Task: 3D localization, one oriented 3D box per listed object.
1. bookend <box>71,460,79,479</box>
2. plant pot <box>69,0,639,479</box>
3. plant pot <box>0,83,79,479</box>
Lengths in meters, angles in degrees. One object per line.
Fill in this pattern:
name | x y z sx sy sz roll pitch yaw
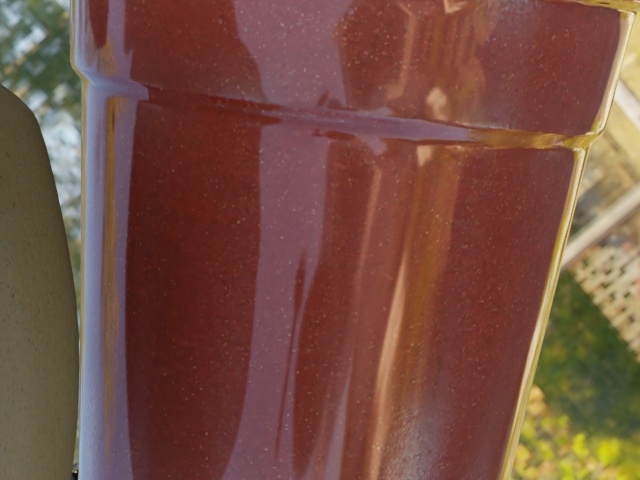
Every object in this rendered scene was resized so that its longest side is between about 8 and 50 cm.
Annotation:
bookend | -0.076 0.148 0.949 0.156 0.157 0.072 142 107 -81
plant pot | 0.000 0.000 0.706 0.272 0.265 0.272 7 -172 -1
plant pot | -0.200 0.013 0.543 0.284 0.191 0.284 23 171 4
